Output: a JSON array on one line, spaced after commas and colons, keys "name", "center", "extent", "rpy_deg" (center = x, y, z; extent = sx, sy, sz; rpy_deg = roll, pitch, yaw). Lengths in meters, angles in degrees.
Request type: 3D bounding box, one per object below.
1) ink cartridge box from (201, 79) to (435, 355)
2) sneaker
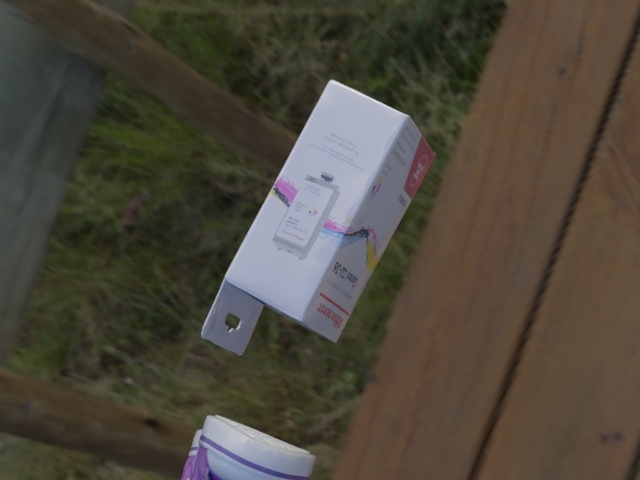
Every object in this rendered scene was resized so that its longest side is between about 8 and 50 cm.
[{"name": "ink cartridge box", "center": [0.000, 0.000, 1.213], "extent": [0.067, 0.115, 0.198], "rpy_deg": [27, 87, 17]}, {"name": "sneaker", "center": [-0.082, 0.244, 1.502], "extent": [0.102, 0.282, 0.161], "rpy_deg": [22, 76, -3]}]
